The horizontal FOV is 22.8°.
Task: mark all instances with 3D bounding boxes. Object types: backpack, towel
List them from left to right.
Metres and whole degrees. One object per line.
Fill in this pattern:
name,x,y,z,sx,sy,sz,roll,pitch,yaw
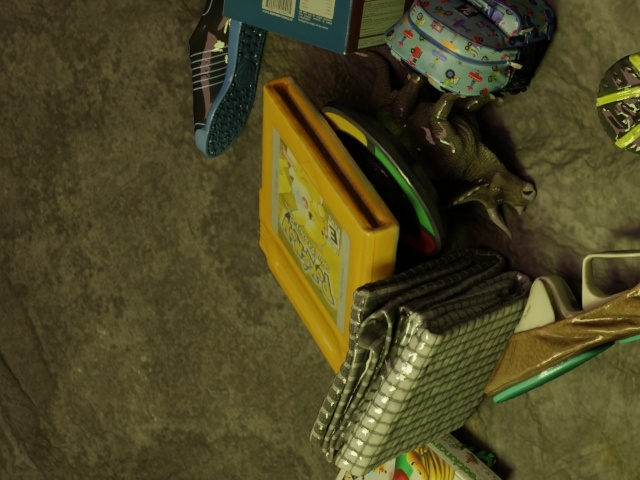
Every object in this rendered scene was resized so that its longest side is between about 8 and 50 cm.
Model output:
towel,0.117,0.142,1.913,0.121,0.283,0.235,38,121,24
backpack,0.167,-0.241,1.838,0.158,0.173,0.117,41,124,23

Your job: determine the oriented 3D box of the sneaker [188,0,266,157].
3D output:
sneaker,-0.139,-0.232,2.146,0.090,0.081,0.232,29,112,32

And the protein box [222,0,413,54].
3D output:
protein box,0.005,-0.357,1.956,0.200,0.136,0.201,22,115,32

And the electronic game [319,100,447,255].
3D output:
electronic game,0.075,-0.074,1.933,0.229,0.048,0.229,48,167,15

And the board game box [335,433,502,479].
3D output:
board game box,0.105,0.367,2.116,0.193,0.053,0.305,40,129,22

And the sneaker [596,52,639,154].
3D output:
sneaker,0.488,-0.122,1.649,0.384,0.147,0.145,23,114,18

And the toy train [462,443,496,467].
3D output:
toy train,0.189,0.277,2.062,0.083,0.023,0.017,16,112,34

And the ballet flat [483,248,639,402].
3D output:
ballet flat,0.320,0.081,1.851,0.342,0.116,0.124,-27,81,37

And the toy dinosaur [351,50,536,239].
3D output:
toy dinosaur,0.122,-0.138,1.938,0.313,0.121,0.160,32,114,24

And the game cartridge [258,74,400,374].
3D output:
game cartridge,0.000,0.000,1.994,0.285,0.052,0.324,56,154,35
